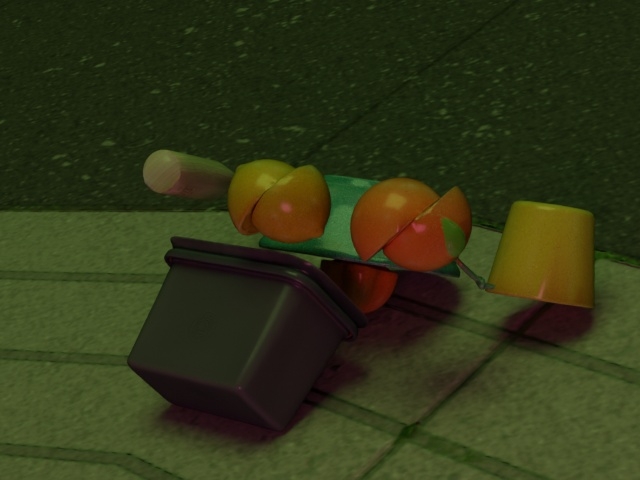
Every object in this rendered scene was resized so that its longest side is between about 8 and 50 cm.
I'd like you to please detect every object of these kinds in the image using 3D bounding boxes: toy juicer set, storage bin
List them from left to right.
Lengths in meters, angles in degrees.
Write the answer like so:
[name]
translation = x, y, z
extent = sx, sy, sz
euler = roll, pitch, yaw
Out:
[storage bin]
translation = -0.051, 0.065, 1.224
extent = 0.135, 0.098, 0.091
euler = 10, 63, 43
[toy juicer set]
translation = 0.000, 0.000, 1.259
extent = 0.209, 0.089, 0.329
euler = 9, 0, -45
